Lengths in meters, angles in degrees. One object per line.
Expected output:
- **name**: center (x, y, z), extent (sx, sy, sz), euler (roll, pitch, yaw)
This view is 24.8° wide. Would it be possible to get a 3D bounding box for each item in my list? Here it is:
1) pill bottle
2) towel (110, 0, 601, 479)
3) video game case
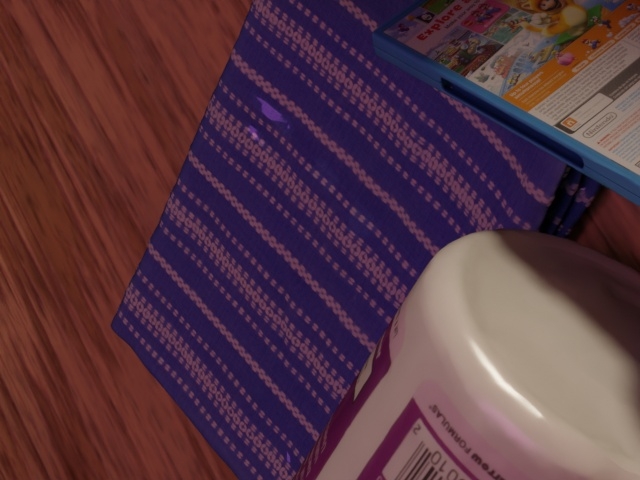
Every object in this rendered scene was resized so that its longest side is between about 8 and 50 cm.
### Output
- **pill bottle**: center (0.057, 0.156, 0.674), extent (0.169, 0.169, 0.301), euler (49, 126, 28)
- **towel**: center (0.000, 0.000, 0.797), extent (0.243, 0.040, 0.336), euler (46, 125, 30)
- **video game case**: center (0.121, -0.081, 0.622), extent (0.166, 0.119, 0.015), euler (35, 152, 35)
